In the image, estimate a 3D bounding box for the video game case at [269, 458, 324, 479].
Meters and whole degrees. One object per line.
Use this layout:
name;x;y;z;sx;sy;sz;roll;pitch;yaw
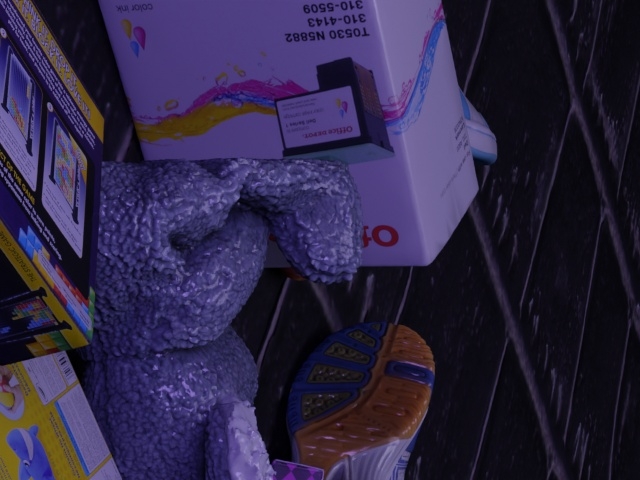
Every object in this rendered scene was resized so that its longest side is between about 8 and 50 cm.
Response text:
video game case;-0.050;0.282;1.178;0.210;0.042;0.232;121;-21;-66

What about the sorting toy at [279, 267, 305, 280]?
sorting toy;0.000;0.000;1.421;0.102;0.061;0.042;-26;151;-28

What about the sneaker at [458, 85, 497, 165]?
sneaker;0.075;-0.176;1.520;0.319;0.127;0.208;19;72;-66

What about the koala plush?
koala plush;-0.097;0.063;1.061;0.203;0.196;0.221;-2;91;-55

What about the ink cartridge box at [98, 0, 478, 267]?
ink cartridge box;-0.024;-0.123;1.195;0.117;0.201;0.278;-55;138;-53

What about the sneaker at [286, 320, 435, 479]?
sneaker;0.017;0.198;1.424;0.131;0.112;0.296;91;16;-46

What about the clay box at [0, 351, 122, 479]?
clay box;-0.165;0.124;0.844;0.127;0.053;0.222;67;17;-5

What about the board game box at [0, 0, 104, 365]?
board game box;-0.148;-0.054;0.739;0.170;0.048;0.141;63;16;-46
